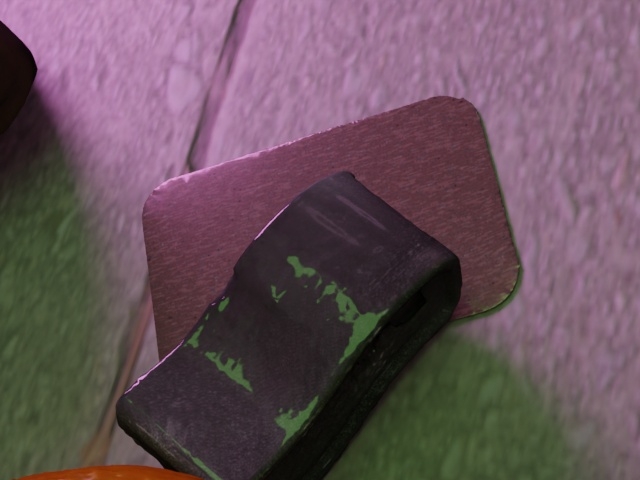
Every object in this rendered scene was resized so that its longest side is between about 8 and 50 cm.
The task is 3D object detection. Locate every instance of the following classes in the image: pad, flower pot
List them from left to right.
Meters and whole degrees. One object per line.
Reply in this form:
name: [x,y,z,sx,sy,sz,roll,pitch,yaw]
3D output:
flower pot: [-0.015,0.073,0.832,0.108,0.103,0.229,38,82,25]
pad: [0.000,0.000,0.920,0.266,0.002,0.176,-16,63,10]

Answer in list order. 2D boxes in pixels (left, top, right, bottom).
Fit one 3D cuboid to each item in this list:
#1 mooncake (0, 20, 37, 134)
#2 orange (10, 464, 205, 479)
mooncake: [-0.361,-0.163,0.956,0.161,0.290,0.290,-48,61,1]
orange: [-0.099,0.277,0.643,0.293,0.341,0.341,-17,58,-23]
